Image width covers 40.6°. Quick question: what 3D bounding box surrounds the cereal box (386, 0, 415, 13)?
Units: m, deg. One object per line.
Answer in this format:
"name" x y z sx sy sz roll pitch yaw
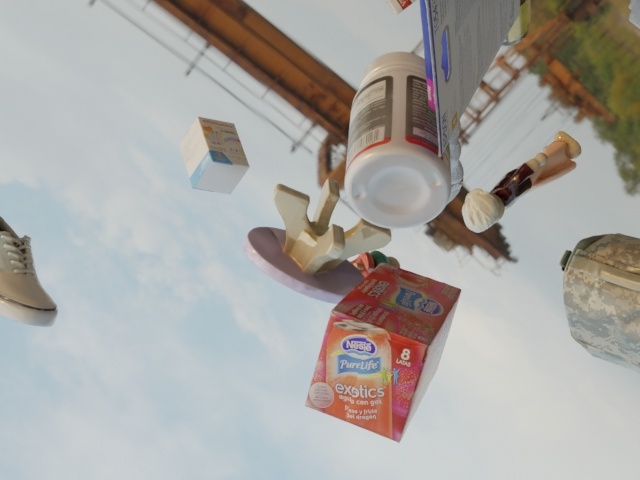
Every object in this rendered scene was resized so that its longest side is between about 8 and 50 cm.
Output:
"cereal box" 0.227 -0.676 2.044 0.173 0.240 0.047 52 -176 -15

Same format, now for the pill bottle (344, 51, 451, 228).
"pill bottle" 0.125 -0.168 1.380 0.161 0.161 0.283 32 -141 -22

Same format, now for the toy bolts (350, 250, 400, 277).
"toy bolts" 0.158 0.142 2.271 0.158 0.218 0.229 3 -122 -40

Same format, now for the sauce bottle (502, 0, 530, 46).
"sauce bottle" 0.381 -0.515 1.789 0.111 0.111 0.344 48 -178 16

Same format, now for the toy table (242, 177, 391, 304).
"toy table" 0.000 0.000 1.733 0.274 0.161 0.252 16 -148 -25

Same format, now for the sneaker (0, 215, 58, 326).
"sneaker" -0.450 0.035 1.242 0.258 0.091 0.094 32 -166 38

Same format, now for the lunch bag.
"lunch bag" 0.575 0.115 1.461 0.305 0.213 0.256 22 173 37

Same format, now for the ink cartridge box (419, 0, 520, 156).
"ink cartridge box" 0.193 -0.342 1.192 0.071 0.330 0.324 19 150 23

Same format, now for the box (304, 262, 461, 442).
"box" 0.086 0.129 1.079 0.122 0.128 0.257 18 -164 13

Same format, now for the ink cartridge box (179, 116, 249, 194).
"ink cartridge box" -0.221 -0.181 1.776 0.092 0.090 0.143 7 -131 -37

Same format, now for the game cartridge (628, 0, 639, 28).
"game cartridge" 0.644 -0.516 1.544 0.062 0.297 0.198 9 -152 -8

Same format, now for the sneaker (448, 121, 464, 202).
"sneaker" 0.243 -0.238 2.071 0.366 0.137 0.210 82 167 -52

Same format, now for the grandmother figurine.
"grandmother figurine" 0.447 -0.127 1.943 0.342 0.208 0.104 -35 -111 -27
